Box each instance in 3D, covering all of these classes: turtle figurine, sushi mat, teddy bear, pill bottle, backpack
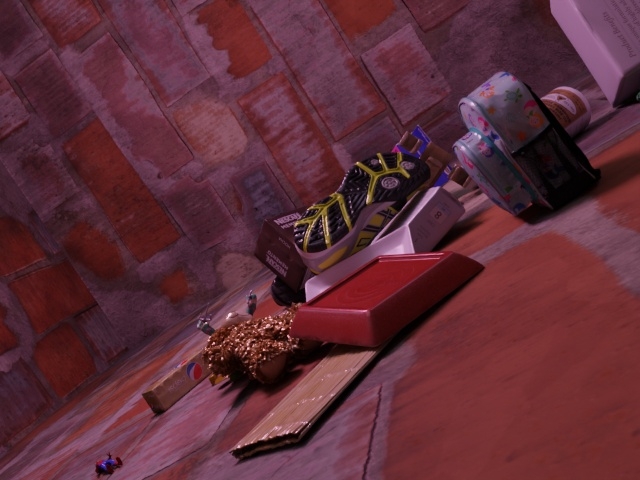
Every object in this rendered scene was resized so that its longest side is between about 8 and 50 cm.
[{"bbox_3d":[-0.244,0.228,1.908,0.175,0.118,0.234,-19,-15,-17],"label":"turtle figurine"},{"bbox_3d":[0.010,0.206,1.034,0.151,0.019,0.316,-30,5,43],"label":"sushi mat"},{"bbox_3d":[-0.117,0.191,1.364,0.245,0.113,0.338,-31,10,-10],"label":"teddy bear"},{"bbox_3d":[0.560,-0.282,1.758,0.229,0.131,0.131,-35,5,-27],"label":"pill bottle"},{"bbox_3d":[0.352,-0.176,1.285,0.191,0.253,0.225,-32,5,8],"label":"backpack"}]

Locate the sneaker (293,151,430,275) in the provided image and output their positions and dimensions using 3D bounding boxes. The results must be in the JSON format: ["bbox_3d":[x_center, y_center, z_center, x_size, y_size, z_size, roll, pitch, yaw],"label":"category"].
[{"bbox_3d":[0.094,-0.066,1.597,0.385,0.145,0.147,-35,-35,-21],"label":"sneaker"}]

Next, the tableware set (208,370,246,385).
[{"bbox_3d":[-0.195,0.289,1.537,0.154,0.024,0.104,-26,11,48],"label":"tableware set"}]

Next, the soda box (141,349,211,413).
[{"bbox_3d":[-0.342,0.341,1.708,0.058,0.061,0.181,-27,8,46],"label":"soda box"}]

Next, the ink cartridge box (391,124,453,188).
[{"bbox_3d":[0.277,-0.198,2.102,0.069,0.175,0.371,-35,-6,-16],"label":"ink cartridge box"}]

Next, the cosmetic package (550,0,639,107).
[{"bbox_3d":[0.795,-0.582,1.656,0.394,0.329,0.327,-31,-12,16],"label":"cosmetic package"}]

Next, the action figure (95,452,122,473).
[{"bbox_3d":[-0.431,0.449,1.407,0.038,0.030,0.115,-42,8,-37],"label":"action figure"}]

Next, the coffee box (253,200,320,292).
[{"bbox_3d":[0.000,0.000,1.805,0.297,0.168,0.118,-20,-39,-43],"label":"coffee box"}]

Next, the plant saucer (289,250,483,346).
[{"bbox_3d":[0.098,0.086,1.180,0.259,0.047,0.258,-30,13,-30],"label":"plant saucer"}]

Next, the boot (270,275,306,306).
[{"bbox_3d":[-0.061,0.129,1.925,0.223,0.118,0.338,-37,-6,39],"label":"boot"}]

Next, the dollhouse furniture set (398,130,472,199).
[{"bbox_3d":[0.263,-0.149,1.922,0.242,0.212,0.161,-57,0,10],"label":"dollhouse furniture set"}]

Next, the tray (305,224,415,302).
[{"bbox_3d":[0.085,0.085,1.444,0.270,0.030,0.145,-31,40,22],"label":"tray"}]

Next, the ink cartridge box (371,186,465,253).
[{"bbox_3d":[0.144,0.047,1.635,0.385,0.091,0.308,-50,6,-3],"label":"ink cartridge box"}]

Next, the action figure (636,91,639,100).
[{"bbox_3d":[0.756,-0.357,1.484,0.064,0.137,0.232,-10,-14,-23],"label":"action figure"}]

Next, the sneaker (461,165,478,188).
[{"bbox_3d":[0.528,-0.260,1.984,0.169,0.108,0.292,-24,19,51],"label":"sneaker"}]
